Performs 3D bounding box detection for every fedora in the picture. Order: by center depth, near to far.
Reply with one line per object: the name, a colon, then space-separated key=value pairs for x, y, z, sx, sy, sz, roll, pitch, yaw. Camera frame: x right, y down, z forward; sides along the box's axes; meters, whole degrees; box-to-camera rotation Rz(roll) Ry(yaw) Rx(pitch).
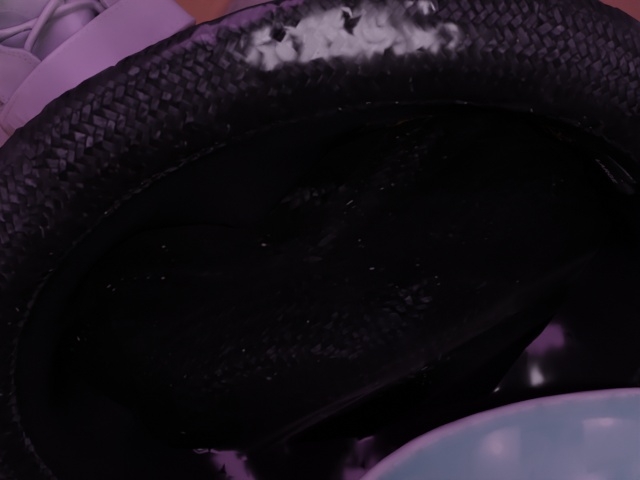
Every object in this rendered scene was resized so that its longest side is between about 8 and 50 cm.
fedora: x=0.000 y=0.000 z=0.648 sx=0.334 sy=0.334 sz=0.152 roll=-17 pitch=38 yaw=2

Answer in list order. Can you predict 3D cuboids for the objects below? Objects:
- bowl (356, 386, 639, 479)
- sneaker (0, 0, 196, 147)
bowl: x=0.149 y=0.186 z=0.505 sx=0.312 sy=0.163 sz=0.311 roll=0 pitch=21 yaw=0
sneaker: x=-0.155 y=-0.120 z=0.790 sx=0.366 sy=0.210 sz=0.137 roll=36 pitch=72 yaw=30
